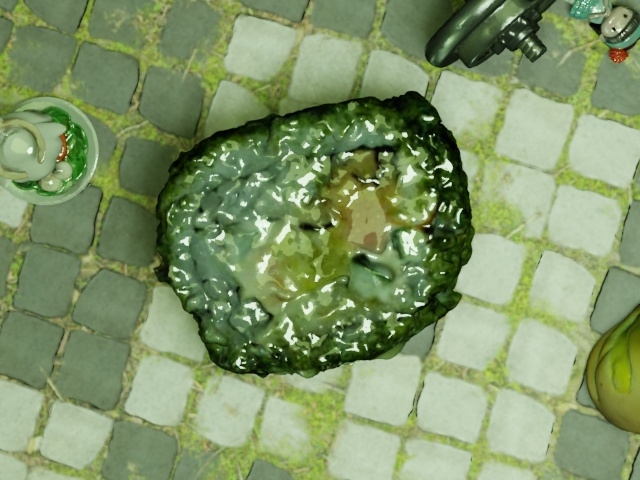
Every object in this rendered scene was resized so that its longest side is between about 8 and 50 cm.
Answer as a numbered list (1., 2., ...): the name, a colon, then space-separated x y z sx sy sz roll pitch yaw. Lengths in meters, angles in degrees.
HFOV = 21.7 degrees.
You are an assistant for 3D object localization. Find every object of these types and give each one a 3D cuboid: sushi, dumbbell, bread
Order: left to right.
1. sushi: 0.000 0.000 1.854 0.352 0.178 0.294 -15 90 7
2. dumbbell: 0.143 -0.308 1.829 0.192 0.192 0.290 -41 87 5
3. bread: 0.420 0.129 1.818 0.261 0.156 0.158 -16 90 6

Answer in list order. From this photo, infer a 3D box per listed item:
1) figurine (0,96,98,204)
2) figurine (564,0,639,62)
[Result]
1. figurine: -0.329 -0.103 1.899 0.132 0.154 0.132 0 91 6
2. figurine: 0.316 -0.252 1.881 0.106 0.047 0.060 41 86 7
